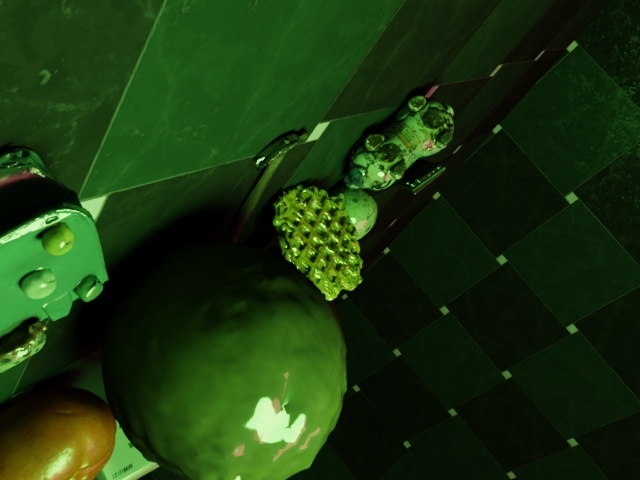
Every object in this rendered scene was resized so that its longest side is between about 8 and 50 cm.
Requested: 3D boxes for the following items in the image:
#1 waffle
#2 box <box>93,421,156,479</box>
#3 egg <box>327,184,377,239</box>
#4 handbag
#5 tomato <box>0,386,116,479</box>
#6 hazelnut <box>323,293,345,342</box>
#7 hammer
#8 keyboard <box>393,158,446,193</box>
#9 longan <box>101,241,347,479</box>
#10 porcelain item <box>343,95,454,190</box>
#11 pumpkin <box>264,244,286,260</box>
[{"bbox_3d":[-0.001,0.001,1.242,0.052,0.254,0.245,-22,172,40],"label":"waffle"},{"bbox_3d":[-0.475,0.529,1.589,0.332,0.173,0.145,-22,158,-37],"label":"box"},{"bbox_3d":[0.059,-0.061,1.490,0.181,0.141,0.141,-34,172,13],"label":"egg"},{"bbox_3d":[-0.343,0.060,0.591,0.268,0.100,0.274,-39,168,-26],"label":"handbag"},{"bbox_3d":[-0.489,0.366,1.026,0.260,0.180,0.260,-44,168,-11],"label":"tomato"},{"bbox_3d":[-0.115,0.314,1.641,0.429,0.402,0.402,-57,168,6],"label":"hazelnut"},{"bbox_3d":[-0.116,-0.083,1.073,0.125,0.027,0.297,-33,166,-46],"label":"hammer"},{"bbox_3d":[0.202,-0.173,1.458,0.106,0.027,0.317,-37,-161,-3],"label":"keyboard"},{"bbox_3d":[-0.160,0.199,0.991,0.404,0.404,0.435,-37,-161,-30],"label":"longan"},{"bbox_3d":[0.183,-0.216,1.380,0.288,0.138,0.186,-40,179,-14],"label":"porcelain item"},{"bbox_3d":[-0.091,0.087,1.322,0.237,0.159,0.238,-16,-171,2],"label":"pumpkin"}]
